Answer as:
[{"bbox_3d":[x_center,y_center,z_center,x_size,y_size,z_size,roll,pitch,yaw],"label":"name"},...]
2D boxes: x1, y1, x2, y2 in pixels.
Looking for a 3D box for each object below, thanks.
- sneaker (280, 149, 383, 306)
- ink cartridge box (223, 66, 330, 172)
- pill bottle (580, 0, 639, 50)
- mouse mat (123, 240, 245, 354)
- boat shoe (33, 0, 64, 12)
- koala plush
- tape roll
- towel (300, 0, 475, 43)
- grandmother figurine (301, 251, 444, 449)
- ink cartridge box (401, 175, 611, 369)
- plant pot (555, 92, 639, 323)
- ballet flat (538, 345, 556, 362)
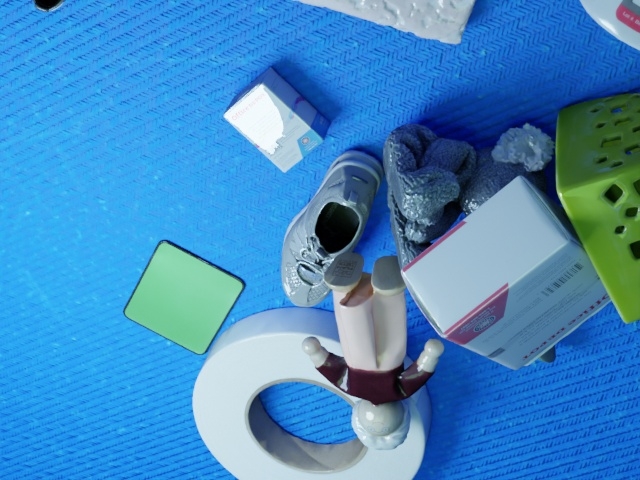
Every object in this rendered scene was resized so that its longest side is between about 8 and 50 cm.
[{"bbox_3d":[0.000,0.000,2.136,0.105,0.115,0.281,22,129,0],"label":"sneaker"},{"bbox_3d":[-0.061,-0.169,2.068,0.122,0.052,0.088,42,126,-17],"label":"ink cartridge box"},{"bbox_3d":[0.439,-0.377,1.680,0.176,0.176,0.318,27,129,-4],"label":"pill bottle"},{"bbox_3d":[-0.218,0.093,2.344,0.152,0.007,0.190,28,128,-5],"label":"mouse mat"},{"bbox_3d":[-0.332,-0.407,1.955,0.084,0.079,0.233,26,128,-1],"label":"boat shoe"},{"bbox_3d":[0.205,-0.074,2.006,0.221,0.203,0.196,-8,136,-4],"label":"koala plush"},{"bbox_3d":[-0.012,0.277,2.380,0.392,0.072,0.392,9,128,11],"label":"tape roll"},{"bbox_3d":[0.065,-0.405,1.810,0.332,0.053,0.317,15,133,-7],"label":"towel"},{"bbox_3d":[0.074,0.173,2.152,0.208,0.104,0.342,10,133,23],"label":"grandmother figurine"},{"bbox_3d":[0.262,0.051,1.960,0.207,0.117,0.283,-40,153,13],"label":"ink cartridge box"},{"bbox_3d":[0.439,-0.065,1.893,0.207,0.228,0.227,-20,117,22],"label":"plant pot"},{"bbox_3d":[0.291,0.095,2.151,0.068,0.072,0.213,-35,110,30],"label":"ballet flat"}]
